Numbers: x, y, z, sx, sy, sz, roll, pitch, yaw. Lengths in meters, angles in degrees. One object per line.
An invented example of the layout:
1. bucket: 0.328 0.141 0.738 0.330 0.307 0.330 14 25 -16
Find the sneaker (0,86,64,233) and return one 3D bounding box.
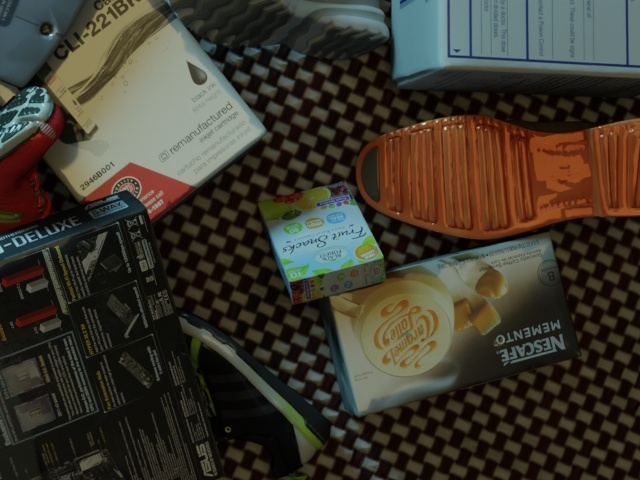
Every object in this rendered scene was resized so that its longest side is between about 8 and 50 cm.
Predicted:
1. sneaker: -0.297 -0.049 1.316 0.118 0.279 0.107 36 51 -12

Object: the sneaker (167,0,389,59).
1. sneaker: -0.052 -0.264 1.388 0.281 0.105 0.115 8 66 -46

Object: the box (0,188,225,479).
1. box: -0.247 0.136 1.303 0.242 0.076 0.308 -22 114 -17

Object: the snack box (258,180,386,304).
1. snack box: 0.000 0.000 1.404 0.100 0.141 0.037 -15 130 -7

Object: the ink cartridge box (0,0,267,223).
1. ink cartridge box: -0.216 -0.154 1.388 0.197 0.114 0.273 -39 93 -7

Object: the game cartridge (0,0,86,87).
1. game cartridge: -0.294 -0.306 1.265 0.198 0.062 0.297 22 92 -29

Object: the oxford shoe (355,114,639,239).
1. oxford shoe: 0.222 -0.070 1.450 0.363 0.133 0.130 2 95 11

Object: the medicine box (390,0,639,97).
1. medicine box: 0.233 -0.293 1.422 0.289 0.149 0.264 1 88 -16

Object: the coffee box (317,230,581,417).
1. coffee box: 0.133 0.087 1.434 0.246 0.098 0.141 -13 90 -8

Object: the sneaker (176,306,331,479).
1. sneaker: -0.094 0.165 1.408 0.234 0.084 0.097 40 85 -5
